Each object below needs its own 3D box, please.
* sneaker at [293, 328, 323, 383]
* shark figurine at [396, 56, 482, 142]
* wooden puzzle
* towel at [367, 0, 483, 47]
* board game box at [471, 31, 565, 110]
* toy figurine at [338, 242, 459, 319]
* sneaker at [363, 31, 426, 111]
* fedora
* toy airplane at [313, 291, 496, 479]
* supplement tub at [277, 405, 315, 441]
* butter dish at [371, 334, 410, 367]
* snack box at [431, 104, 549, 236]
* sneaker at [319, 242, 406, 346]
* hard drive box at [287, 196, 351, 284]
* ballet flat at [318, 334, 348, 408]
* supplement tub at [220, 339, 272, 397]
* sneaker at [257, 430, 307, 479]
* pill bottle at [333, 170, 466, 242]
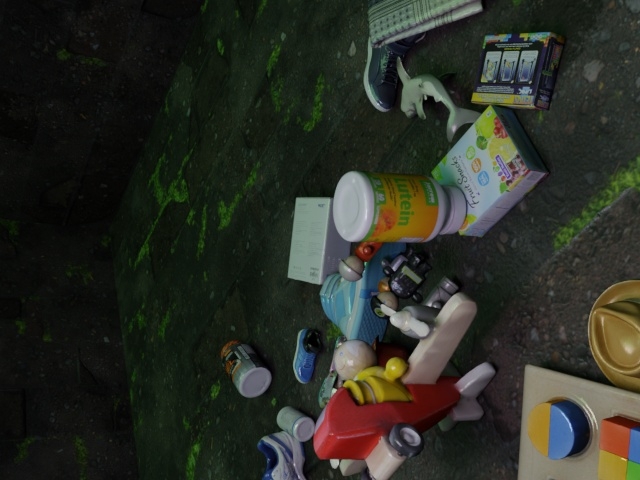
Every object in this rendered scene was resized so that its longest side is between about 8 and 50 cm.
[{"bbox_3d":[-0.033,0.321,1.836,0.084,0.058,0.152,157,121,-63],"label":"sneaker"},{"bbox_3d":[0.265,-0.334,1.456,0.278,0.116,0.166,43,155,60],"label":"shark figurine"},{"bbox_3d":[0.435,0.392,1.050,0.347,0.080,0.322,8,97,58],"label":"wooden puzzle"},{"bbox_3d":[0.248,-0.625,1.501,0.324,0.056,0.312,-13,70,35],"label":"towel"},{"bbox_3d":[0.387,-0.334,1.304,0.170,0.048,0.141,25,107,56],"label":"board game box"},{"bbox_3d":[0.166,0.087,1.412,0.148,0.209,0.213,-51,46,6],"label":"toy figurine"},{"bbox_3d":[0.182,-0.442,1.607,0.163,0.086,0.226,-19,68,57],"label":"sneaker"},{"bbox_3d":[0.485,0.154,1.035,0.194,0.079,0.195,-17,70,56],"label":"fedora"},{"bbox_3d":[0.149,0.286,1.274,0.386,0.384,0.272,-42,63,-10],"label":"toy airplane"},{"bbox_3d":[-0.068,0.513,1.848,0.107,0.071,0.071,9,93,58],"label":"supplement tub"},{"bbox_3d":[0.168,0.296,1.485,0.160,0.118,0.160,28,-118,-80],"label":"butter dish"},{"bbox_3d":[0.334,-0.136,1.332,0.207,0.070,0.175,-53,44,42],"label":"snack box"},{"bbox_3d":[0.088,0.089,1.628,0.208,0.127,0.319,33,112,53],"label":"sneaker"},{"bbox_3d":[0.000,0.000,1.813,0.181,0.089,0.232,8,92,57],"label":"hard drive box"},{"bbox_3d":[0.055,0.350,1.692,0.079,0.076,0.222,27,108,35],"label":"ballet flat"},{"bbox_3d":[-0.242,0.403,2.097,0.190,0.116,0.117,36,115,54],"label":"supplement tub"},{"bbox_3d":[-0.099,0.677,1.815,0.112,0.130,0.297,-50,47,39],"label":"sneaker"},{"bbox_3d":[0.161,-0.064,1.304,0.136,0.245,0.137,-1,88,63],"label":"pill bottle"}]
